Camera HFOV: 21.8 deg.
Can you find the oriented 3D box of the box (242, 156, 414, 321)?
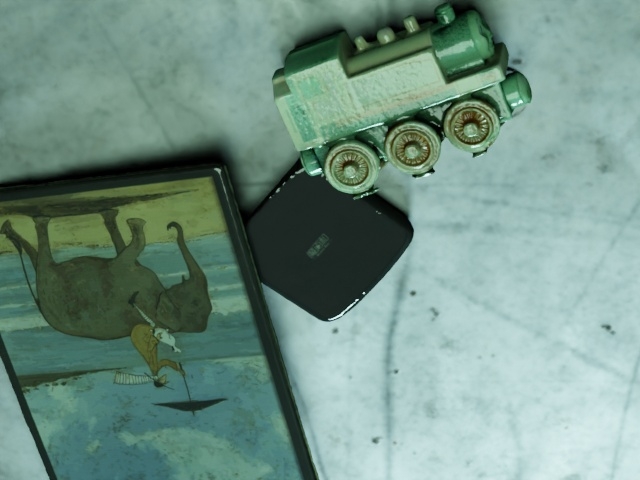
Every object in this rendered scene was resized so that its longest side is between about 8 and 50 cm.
[{"bbox_3d":[0.000,0.000,1.410,0.125,0.027,0.126,34,116,-16],"label":"box"}]

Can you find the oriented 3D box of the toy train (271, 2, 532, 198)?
[{"bbox_3d":[0.063,-0.114,1.308,0.194,0.081,0.125,-19,112,17],"label":"toy train"}]

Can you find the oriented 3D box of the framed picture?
[{"bbox_3d":[-0.161,0.096,1.467,0.265,0.016,0.347,-5,120,16],"label":"framed picture"}]
